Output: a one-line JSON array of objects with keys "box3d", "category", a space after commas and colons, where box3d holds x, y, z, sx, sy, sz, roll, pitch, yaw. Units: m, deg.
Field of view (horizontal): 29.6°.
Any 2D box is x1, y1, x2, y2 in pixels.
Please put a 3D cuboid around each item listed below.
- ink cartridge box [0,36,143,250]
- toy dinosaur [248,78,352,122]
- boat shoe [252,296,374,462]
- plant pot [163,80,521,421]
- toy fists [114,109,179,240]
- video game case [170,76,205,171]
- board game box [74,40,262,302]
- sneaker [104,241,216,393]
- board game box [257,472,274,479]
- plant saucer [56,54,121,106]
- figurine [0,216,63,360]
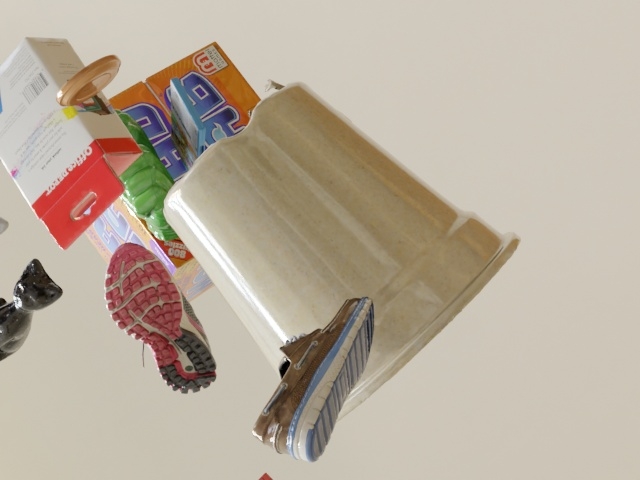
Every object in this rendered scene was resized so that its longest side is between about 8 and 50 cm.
[{"box3d": [-0.313, -0.118, 1.474, 0.134, 0.231, 0.078, -41, 166, 27], "category": "ink cartridge box"}, {"box3d": [-0.030, -0.165, 1.535, 0.183, 0.093, 0.053, -17, -126, 60], "category": "toy dinosaur"}, {"box3d": [-0.005, 0.110, 1.062, 0.066, 0.066, 0.183, 11, -140, 19], "category": "boat shoe"}, {"box3d": [0.000, 0.000, 1.371, 0.334, 0.305, 0.334, -43, 180, 0], "category": "plant pot"}, {"box3d": [-0.312, -0.118, 2.047, 0.096, 0.142, 0.279, -28, -137, -5], "category": "toy fists"}, {"box3d": [-0.225, -0.180, 2.049, 0.015, 0.166, 0.119, -20, -119, -19], "category": "video game case"}, {"box3d": [-0.280, -0.111, 2.473, 0.356, 0.356, 0.356, -34, 171, -25], "category": "board game box"}, {"box3d": [-0.274, 0.124, 2.031, 0.121, 0.299, 0.112, -22, -146, 1], "category": "sneaker"}, {"box3d": [-0.031, 0.479, 1.713, 0.281, 0.027, 0.145, 42, -100, 18], "category": "board game box"}, {"box3d": [-0.253, -0.173, 1.331, 0.083, 0.013, 0.083, -37, 177, -3], "category": "plant saucer"}, {"box3d": [-0.502, 0.052, 1.853, 0.209, 0.215, 0.092, -41, 178, 40], "category": "figurine"}]
